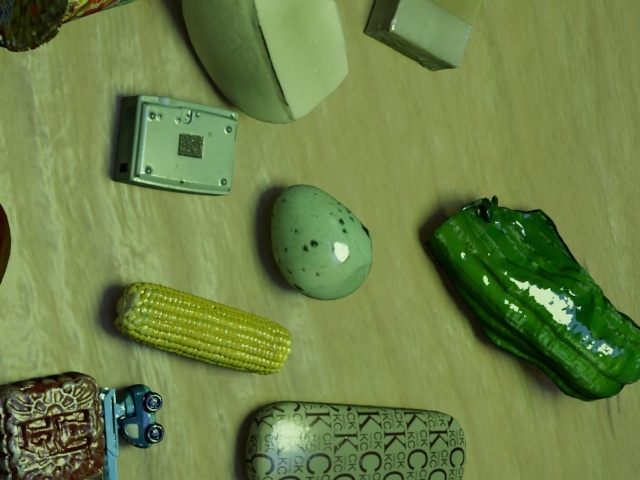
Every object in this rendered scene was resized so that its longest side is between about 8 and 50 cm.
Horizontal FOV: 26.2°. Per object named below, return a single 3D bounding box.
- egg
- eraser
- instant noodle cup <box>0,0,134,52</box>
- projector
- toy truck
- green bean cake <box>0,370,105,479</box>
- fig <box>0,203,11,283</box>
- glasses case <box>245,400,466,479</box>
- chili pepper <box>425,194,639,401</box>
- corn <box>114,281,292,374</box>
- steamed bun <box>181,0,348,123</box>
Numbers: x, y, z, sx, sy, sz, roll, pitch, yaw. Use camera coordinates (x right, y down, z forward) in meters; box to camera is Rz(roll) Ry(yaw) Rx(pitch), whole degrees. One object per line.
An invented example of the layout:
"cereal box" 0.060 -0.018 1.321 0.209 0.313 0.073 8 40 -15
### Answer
"egg" 0.000 0.000 1.828 0.131 0.131 0.164 -30 104 -30
"eraser" 0.181 -0.426 1.976 0.144 0.078 0.343 25 78 -31
"instant noodle cup" -0.260 -0.394 1.551 0.266 0.340 0.340 -18 100 -42
"projector" -0.179 -0.120 1.748 0.147 0.061 0.115 8 85 -34
"toy truck" -0.235 0.248 1.713 0.074 0.063 0.136 -5 90 -25
"green bean cake" -0.327 0.231 1.655 0.135 0.056 0.135 -9 96 -32
"fig" -0.427 0.066 1.523 0.170 0.145 0.274 3 74 -33
"glasses case" 0.056 0.295 1.894 0.355 0.085 0.137 9 87 -33
"chili pepper" 0.318 0.090 2.023 0.385 0.213 0.167 44 111 -6
"corn" -0.149 0.115 1.758 0.248 0.081 0.081 20 79 -33
"steamed bun" -0.077 -0.281 1.747 0.146 0.164 0.241 -42 131 -27
